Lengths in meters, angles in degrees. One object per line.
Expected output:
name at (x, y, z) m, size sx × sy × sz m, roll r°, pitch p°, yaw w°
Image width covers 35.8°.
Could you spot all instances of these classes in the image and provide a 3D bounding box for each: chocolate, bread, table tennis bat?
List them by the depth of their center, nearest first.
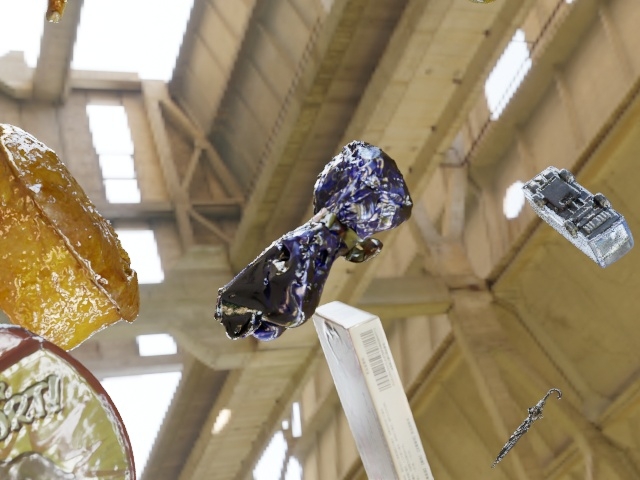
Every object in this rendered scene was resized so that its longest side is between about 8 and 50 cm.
table tennis bat at (-0.253, 0.133, 0.691) m, size 0.310 × 0.200 × 0.038 m, roll 61°, pitch -24°, yaw -9°
chocolate at (-0.002, 0.005, 1.166) m, size 0.148 × 0.343 × 0.126 m, roll 13°, pitch -54°, yaw 25°
bread at (-0.354, 0.005, 1.252) m, size 0.312 × 0.172 × 0.312 m, roll 50°, pitch -10°, yaw 13°

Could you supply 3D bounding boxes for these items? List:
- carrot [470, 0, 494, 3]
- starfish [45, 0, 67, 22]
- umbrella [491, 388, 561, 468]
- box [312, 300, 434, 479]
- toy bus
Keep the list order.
carrot at (0.139, -0.330, 0.815) m, size 0.241 × 0.340 × 0.241 m, roll -49°, pitch -153°, yaw 37°
starfish at (-0.287, -0.460, 1.286) m, size 0.327 × 0.094 × 0.375 m, roll 26°, pitch -87°, yaw 41°
umbrella at (0.269, 0.248, 1.316) m, size 0.022 × 0.149 × 0.022 m, roll 30°, pitch -28°, yaw 42°
box at (0.093, 0.287, 1.717) m, size 0.214 × 0.069 × 0.353 m, roll -169°, pitch -120°, yaw -73°
toy bus at (0.415, -0.043, 1.599) m, size 0.079 × 0.094 × 0.236 m, roll -41°, pitch -149°, yaw 4°
